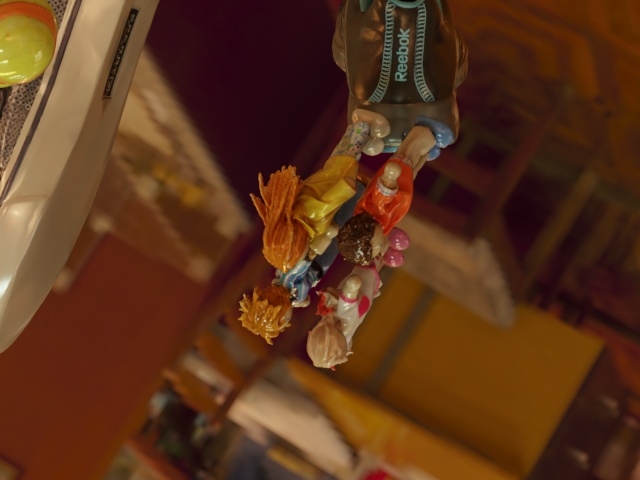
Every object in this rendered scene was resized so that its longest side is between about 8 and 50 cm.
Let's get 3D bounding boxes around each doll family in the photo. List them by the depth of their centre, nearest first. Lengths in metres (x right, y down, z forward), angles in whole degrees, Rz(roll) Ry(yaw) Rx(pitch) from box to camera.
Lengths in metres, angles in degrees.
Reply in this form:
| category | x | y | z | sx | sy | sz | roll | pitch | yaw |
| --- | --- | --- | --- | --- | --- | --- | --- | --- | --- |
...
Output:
| category | x | y | z | sx | sy | sz | roll | pitch | yaw |
| --- | --- | --- | --- | --- | --- | --- | --- | --- | --- |
| doll family | 0.000 | 0.000 | 1.568 | 0.118 | 0.163 | 0.263 | 29 | 147 | 9 |

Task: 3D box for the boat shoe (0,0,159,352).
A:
| category | x | y | z | sx | sy | sz | roll | pitch | yaw |
| --- | --- | --- | --- | --- | --- | --- | --- | --- | --- |
| boat shoe | -0.210 | -0.109 | 1.257 | 0.158 | 0.340 | 0.127 | 20 | 179 | 6 |

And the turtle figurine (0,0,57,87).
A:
| category | x | y | z | sx | sy | sz | roll | pitch | yaw |
| --- | --- | --- | --- | --- | --- | --- | --- | --- | --- |
| turtle figurine | -0.173 | -0.113 | 0.818 | 0.087 | 0.269 | 0.217 | 13 | -155 | -50 |

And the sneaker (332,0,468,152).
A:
| category | x | y | z | sx | sy | sz | roll | pitch | yaw |
| --- | --- | --- | --- | --- | --- | --- | --- | --- | --- |
| sneaker | 0.078 | -0.195 | 1.745 | 0.125 | 0.139 | 0.341 | -1 | -157 | -3 |
